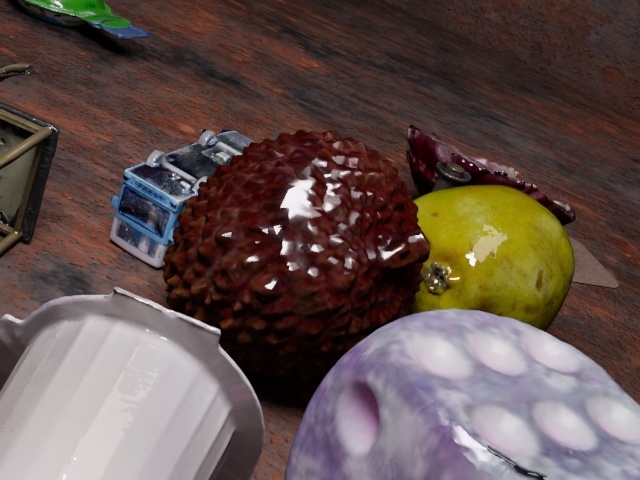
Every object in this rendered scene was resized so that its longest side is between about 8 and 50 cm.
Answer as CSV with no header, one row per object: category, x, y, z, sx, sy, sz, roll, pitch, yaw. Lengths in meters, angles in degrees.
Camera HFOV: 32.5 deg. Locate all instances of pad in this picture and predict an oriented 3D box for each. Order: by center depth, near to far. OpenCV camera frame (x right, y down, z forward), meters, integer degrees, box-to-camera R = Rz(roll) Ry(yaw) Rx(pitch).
pad,0.403,0.024,1.982,0.266,0.002,0.176,9,28,-26

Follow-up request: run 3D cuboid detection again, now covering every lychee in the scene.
lychee,-0.026,0.020,1.310,0.330,0.306,0.306,-3,12,31

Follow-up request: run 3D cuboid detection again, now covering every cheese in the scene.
cheese,-0.472,-0.451,2.110,0.320,0.083,0.204,31,25,22

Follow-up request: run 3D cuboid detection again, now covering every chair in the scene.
chair,-0.418,-0.097,1.356,0.166,0.188,0.272,25,29,3

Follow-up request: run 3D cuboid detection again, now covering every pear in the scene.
pear,0.212,0.044,1.502,0.269,0.269,0.321,29,10,14

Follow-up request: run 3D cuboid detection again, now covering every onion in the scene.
onion,0.243,-0.082,1.842,0.314,0.146,0.280,35,10,39

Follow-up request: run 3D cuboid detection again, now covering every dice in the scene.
dice,0.144,0.243,1.037,0.270,0.271,0.270,2,32,-37

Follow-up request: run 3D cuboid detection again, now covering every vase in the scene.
vase,0.175,-0.038,1.710,0.120,0.183,0.120,18,25,-8

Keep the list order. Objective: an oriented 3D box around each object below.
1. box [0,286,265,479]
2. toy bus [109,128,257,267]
box,-0.191,0.219,0.925,0.262,0.291,0.206,-12,30,27
toy bus,-0.173,-0.069,1.554,0.106,0.131,0.297,30,27,15
